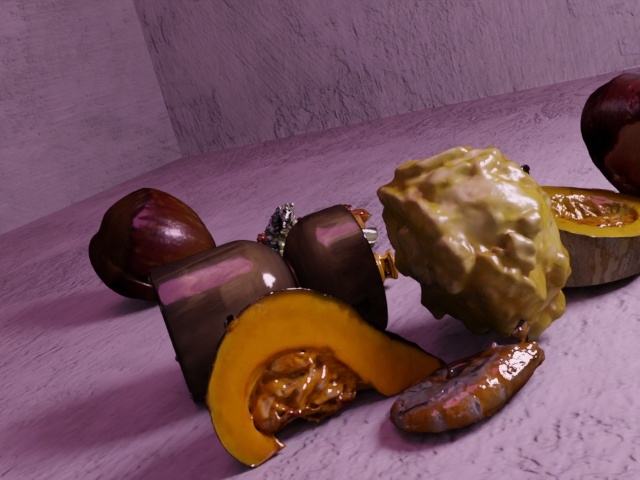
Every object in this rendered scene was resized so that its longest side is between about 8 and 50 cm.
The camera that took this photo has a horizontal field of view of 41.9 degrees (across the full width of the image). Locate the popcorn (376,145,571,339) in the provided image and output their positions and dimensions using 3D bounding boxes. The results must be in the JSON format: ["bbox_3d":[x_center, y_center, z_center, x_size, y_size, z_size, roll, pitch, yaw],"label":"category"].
[{"bbox_3d":[0.179,-0.007,0.977,0.192,0.233,0.266,-42,39,-3],"label":"popcorn"}]

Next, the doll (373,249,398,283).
[{"bbox_3d":[0.053,0.059,1.248,0.127,0.073,0.084,-15,46,-6],"label":"doll"}]

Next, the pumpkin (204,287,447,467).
[{"bbox_3d":[-0.013,0.111,0.913,0.278,0.163,0.111,-21,16,-22],"label":"pumpkin"}]

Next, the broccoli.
[{"bbox_3d":[0.000,-0.002,1.480,0.204,0.118,0.122,2,21,-10],"label":"broccoli"}]

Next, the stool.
[{"bbox_3d":[-0.069,0.078,1.069,0.264,0.179,0.179,-19,14,-12],"label":"stool"}]

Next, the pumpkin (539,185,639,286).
[{"bbox_3d":[0.340,0.000,1.089,0.217,0.110,0.217,2,13,0],"label":"pumpkin"}]

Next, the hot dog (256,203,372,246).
[{"bbox_3d":[-0.021,-0.014,1.583,0.249,0.076,0.102,-19,11,-7],"label":"hot dog"}]

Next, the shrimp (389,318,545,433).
[{"bbox_3d":[0.149,0.138,0.857,0.187,0.052,0.132,-25,17,-21],"label":"shrimp"}]

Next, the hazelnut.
[{"bbox_3d":[-0.308,0.006,1.562,0.218,0.218,0.233,-27,17,-36],"label":"hazelnut"}]

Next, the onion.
[{"bbox_3d":[0.481,-0.107,1.160,0.271,0.195,0.272,23,-4,1],"label":"onion"}]
